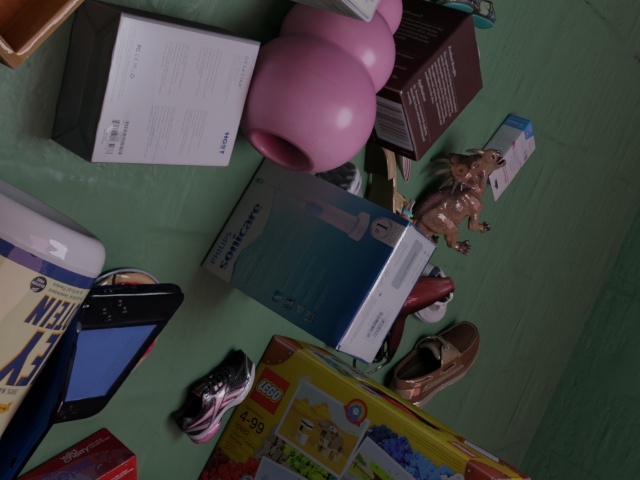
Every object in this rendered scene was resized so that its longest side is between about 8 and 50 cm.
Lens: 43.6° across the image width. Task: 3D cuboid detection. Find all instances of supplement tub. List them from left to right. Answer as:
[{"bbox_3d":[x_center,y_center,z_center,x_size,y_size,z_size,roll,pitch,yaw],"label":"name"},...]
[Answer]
[{"bbox_3d":[-0.401,0.090,0.830,0.325,0.235,0.235,-60,146,-3],"label":"supplement tub"}]

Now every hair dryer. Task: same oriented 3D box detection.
[{"bbox_3d":[0.162,0.163,1.740,0.293,0.080,0.223,-36,147,6],"label":"hair dryer"}]

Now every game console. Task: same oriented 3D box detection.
[{"bbox_3d":[-0.303,0.209,1.008,0.250,0.173,0.293,1,137,-48],"label":"game console"}]

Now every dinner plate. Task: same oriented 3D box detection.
[{"bbox_3d":[0.160,-0.180,1.533,0.141,0.017,0.141,1,90,-76],"label":"dinner plate"}]

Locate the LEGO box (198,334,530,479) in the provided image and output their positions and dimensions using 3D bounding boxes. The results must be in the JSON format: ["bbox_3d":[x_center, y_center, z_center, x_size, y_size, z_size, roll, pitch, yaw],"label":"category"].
[{"bbox_3d":[0.057,0.458,1.454,0.193,0.500,0.372,27,90,-57],"label":"LEGO box"}]

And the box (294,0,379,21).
[{"bbox_3d":[-0.068,-0.357,0.889,0.148,0.311,0.121,24,93,-56],"label":"box"}]

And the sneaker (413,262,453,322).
[{"bbox_3d":[0.259,0.131,1.860,0.094,0.091,0.258,-53,145,-13],"label":"sneaker"}]

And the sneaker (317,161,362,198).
[{"bbox_3d":[0.000,0.000,1.414,0.281,0.105,0.115,-55,146,-12],"label":"sneaker"}]

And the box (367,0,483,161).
[{"bbox_3d":[0.144,-0.278,1.356,0.203,0.167,0.168,-48,144,-20],"label":"box"}]

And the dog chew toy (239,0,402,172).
[{"bbox_3d":[0.015,-0.265,1.179,0.332,0.206,0.206,-63,148,-18],"label":"dog chew toy"}]

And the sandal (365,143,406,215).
[{"bbox_3d":[0.136,-0.084,1.552,0.079,0.088,0.240,-24,126,-35],"label":"sandal"}]

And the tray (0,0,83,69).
[{"bbox_3d":[-0.351,-0.374,0.720,0.203,0.076,0.411,-52,144,-15],"label":"tray"}]

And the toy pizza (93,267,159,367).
[{"bbox_3d":[-0.302,0.136,1.174,0.201,0.032,0.201,-32,136,-37],"label":"toy pizza"}]

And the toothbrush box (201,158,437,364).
[{"bbox_3d":[-0.006,0.025,1.254,0.216,0.295,0.126,-61,147,-4],"label":"toothbrush box"}]

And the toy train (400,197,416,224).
[{"bbox_3d":[0.159,-0.001,1.621,0.166,0.046,0.125,-63,-171,-4],"label":"toy train"}]

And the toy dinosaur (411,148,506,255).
[{"bbox_3d":[0.269,-0.077,1.714,0.295,0.127,0.200,-46,136,2],"label":"toy dinosaur"}]

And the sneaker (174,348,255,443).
[{"bbox_3d":[-0.184,0.265,1.392,0.178,0.072,0.077,-58,136,-16],"label":"sneaker"}]

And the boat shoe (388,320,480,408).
[{"bbox_3d":[0.292,0.296,1.998,0.324,0.123,0.116,-38,137,-34],"label":"boat shoe"}]

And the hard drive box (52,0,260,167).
[{"bbox_3d":[-0.204,-0.193,1.024,0.232,0.089,0.181,-3,115,-52],"label":"hard drive box"}]

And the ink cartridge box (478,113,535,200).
[{"bbox_3d":[0.429,-0.194,1.886,0.181,0.061,0.104,-51,144,-17],"label":"ink cartridge box"}]

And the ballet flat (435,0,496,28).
[{"bbox_3d":[0.273,-0.451,1.513,0.188,0.070,0.070,2,111,-55],"label":"ballet flat"}]

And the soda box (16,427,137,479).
[{"bbox_3d":[-0.399,0.389,1.177,0.263,0.083,0.092,-27,133,-42],"label":"soda box"}]
